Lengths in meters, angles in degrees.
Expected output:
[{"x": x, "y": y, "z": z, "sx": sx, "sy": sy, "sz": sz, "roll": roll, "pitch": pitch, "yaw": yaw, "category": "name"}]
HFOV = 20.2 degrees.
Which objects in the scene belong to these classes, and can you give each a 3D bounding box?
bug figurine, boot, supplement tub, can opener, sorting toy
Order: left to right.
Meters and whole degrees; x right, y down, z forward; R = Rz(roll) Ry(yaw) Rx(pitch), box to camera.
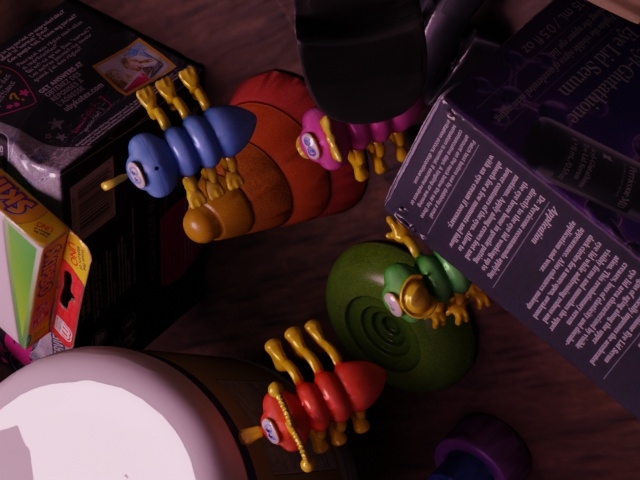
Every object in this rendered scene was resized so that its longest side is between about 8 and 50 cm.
[{"x": -0.109, "y": 0.196, "z": 1.324, "sx": 0.228, "sy": 0.316, "sz": 0.228, "roll": -2, "pitch": 84, "yaw": 19, "category": "supplement tub"}, {"x": 0.000, "y": 0.000, "z": 1.167, "sx": 0.279, "sy": 0.216, "sz": 0.072, "roll": 62, "pitch": 169, "yaw": -13, "category": "bug figurine"}, {"x": 0.009, "y": -0.216, "z": 0.971, "sx": 0.091, "sy": 0.229, "sz": 0.263, "roll": -2, "pitch": 136, "yaw": -5, "category": "boot"}, {"x": 0.014, "y": 0.064, "z": 1.277, "sx": 0.127, "sy": 0.126, "sz": 0.366, "roll": -18, "pitch": 109, "yaw": 50, "category": "sorting toy"}, {"x": 0.085, "y": -0.153, "z": 1.082, "sx": 0.186, "sy": 0.073, "sz": 0.059, "roll": 116, "pitch": 146, "yaw": -48, "category": "can opener"}]

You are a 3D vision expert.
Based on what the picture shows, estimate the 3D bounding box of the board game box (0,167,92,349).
[{"x": -0.268, "y": -0.029, "z": 1.282, "sx": 0.259, "sy": 0.039, "sz": 0.124, "roll": 37, "pitch": 142, "yaw": 14, "category": "board game box"}]

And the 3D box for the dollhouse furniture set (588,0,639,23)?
[{"x": 0.242, "y": -0.175, "z": 0.888, "sx": 0.301, "sy": 0.151, "sz": 0.197, "roll": 25, "pitch": 158, "yaw": -7, "category": "dollhouse furniture set"}]

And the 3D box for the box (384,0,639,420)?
[{"x": 0.168, "y": -0.024, "z": 1.023, "sx": 0.207, "sy": 0.153, "sz": 0.108, "roll": 39, "pitch": 142, "yaw": 10, "category": "box"}]

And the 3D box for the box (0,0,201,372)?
[{"x": -0.194, "y": -0.026, "z": 1.368, "sx": 0.142, "sy": 0.163, "sz": 0.247, "roll": 28, "pitch": 138, "yaw": 25, "category": "box"}]

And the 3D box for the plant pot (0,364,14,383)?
[{"x": -0.333, "y": 0.094, "z": 1.559, "sx": 0.215, "sy": 0.230, "sz": 0.215, "roll": 26, "pitch": 138, "yaw": 27, "category": "plant pot"}]
